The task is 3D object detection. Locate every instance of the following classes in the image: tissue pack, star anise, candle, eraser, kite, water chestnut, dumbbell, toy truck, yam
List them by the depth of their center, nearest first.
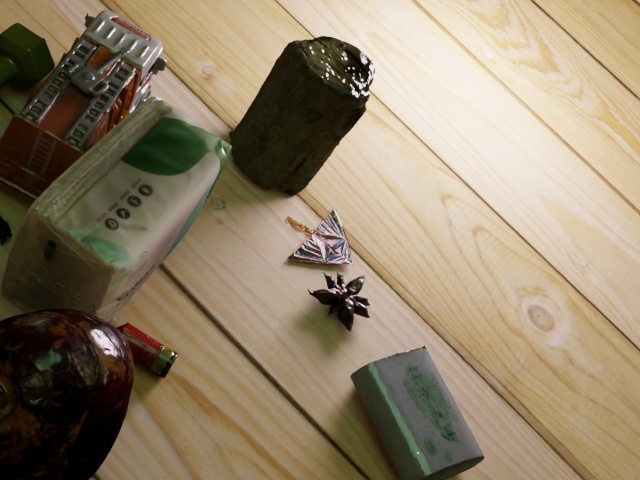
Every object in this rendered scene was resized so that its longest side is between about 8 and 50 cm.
[{"bbox_3d":[-0.407,0.219,1.594,0.289,0.289,0.244,-1,29,-29],"label":"water chestnut"},{"bbox_3d":[-0.331,-0.037,1.812,0.194,0.266,0.356,36,48,0],"label":"tissue pack"},{"bbox_3d":[-0.301,0.175,1.816,0.131,0.052,0.052,31,47,-4],"label":"candle"},{"bbox_3d":[-0.600,-0.271,1.945,0.108,0.121,0.302,53,44,-16],"label":"dumbbell"},{"bbox_3d":[0.171,0.312,1.951,0.174,0.081,0.227,-11,62,-35],"label":"eraser"},{"bbox_3d":[-0.419,-0.249,1.961,0.173,0.207,0.387,29,47,-7],"label":"toy truck"},{"bbox_3d":[0.050,0.099,2.059,0.124,0.056,0.129,43,48,7],"label":"star anise"},{"bbox_3d":[-0.032,-0.252,2.125,0.195,0.300,0.195,23,40,-21],"label":"yam"},{"bbox_3d":[0.000,0.000,2.139,0.159,0.010,0.190,39,46,5],"label":"kite"}]

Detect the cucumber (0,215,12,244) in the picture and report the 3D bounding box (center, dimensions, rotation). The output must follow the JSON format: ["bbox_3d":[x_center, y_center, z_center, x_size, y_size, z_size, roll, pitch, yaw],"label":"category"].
[{"bbox_3d":[-0.592,-0.056,1.833,0.181,0.053,0.053,31,47,-8],"label":"cucumber"}]
